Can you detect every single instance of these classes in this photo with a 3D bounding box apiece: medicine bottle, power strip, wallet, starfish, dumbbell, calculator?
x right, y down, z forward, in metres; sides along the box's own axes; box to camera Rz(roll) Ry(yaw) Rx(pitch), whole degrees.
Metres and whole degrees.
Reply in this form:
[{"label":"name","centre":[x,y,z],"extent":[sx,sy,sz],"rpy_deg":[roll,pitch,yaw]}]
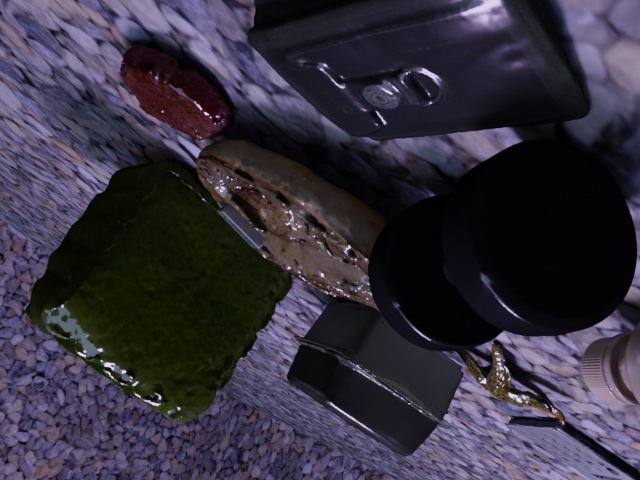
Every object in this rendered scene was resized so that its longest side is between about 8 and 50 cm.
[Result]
[{"label":"medicine bottle","centre":[0.341,0.112,0.633],"extent":[0.114,0.114,0.252],"rpy_deg":[34,161,-9]},{"label":"power strip","centre":[-0.103,-0.020,0.907],"extent":[0.083,0.017,0.027],"rpy_deg":[46,163,-19]},{"label":"wallet","centre":[0.066,-0.135,0.543],"extent":[0.245,0.052,0.168],"rpy_deg":[7,153,45]},{"label":"starfish","centre":[0.274,0.215,1.092],"extent":[0.208,0.053,0.176],"rpy_deg":[40,169,-7]},{"label":"dumbbell","centre":[0.147,0.016,0.624],"extent":[0.152,0.153,0.218],"rpy_deg":[34,160,-7]},{"label":"calculator","centre":[0.469,0.385,1.240],"extent":[0.261,0.021,0.161],"rpy_deg":[34,160,-7]}]

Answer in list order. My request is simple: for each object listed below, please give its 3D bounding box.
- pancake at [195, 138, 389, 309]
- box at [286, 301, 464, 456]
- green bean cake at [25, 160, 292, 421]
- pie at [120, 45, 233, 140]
[{"label":"pancake","centre":[0.000,0.000,0.901],"extent":[0.386,0.082,0.387],"rpy_deg":[34,166,10]},{"label":"box","centre":[0.076,0.216,1.146],"extent":[0.220,0.166,0.290],"rpy_deg":[37,168,-12]},{"label":"green bean cake","centre":[-0.247,0.076,1.113],"extent":[0.335,0.319,0.218],"rpy_deg":[47,158,-28]},{"label":"pie","centre":[-0.168,-0.164,0.817],"extent":[0.153,0.038,0.153],"rpy_deg":[28,162,10]}]
